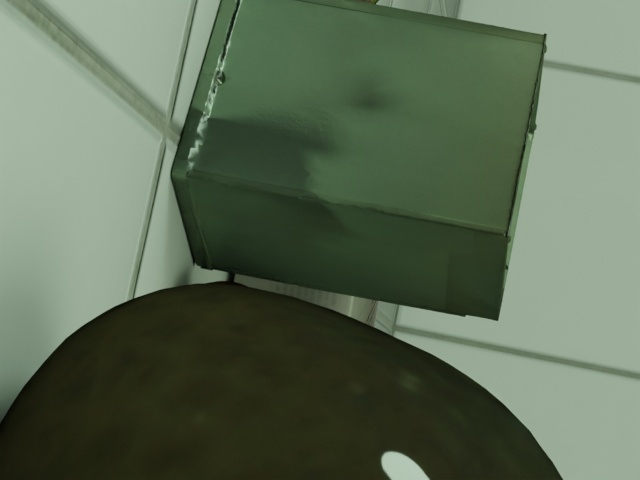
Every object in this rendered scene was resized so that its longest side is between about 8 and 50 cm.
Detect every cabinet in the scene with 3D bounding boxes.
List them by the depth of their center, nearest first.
[{"bbox_3d":[0.030,-0.054,1.123,0.150,0.206,0.145,84,18,-65],"label":"cabinet"}]

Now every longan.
[{"bbox_3d":[-0.034,0.159,0.755,0.243,0.300,0.300,49,47,-46],"label":"longan"}]

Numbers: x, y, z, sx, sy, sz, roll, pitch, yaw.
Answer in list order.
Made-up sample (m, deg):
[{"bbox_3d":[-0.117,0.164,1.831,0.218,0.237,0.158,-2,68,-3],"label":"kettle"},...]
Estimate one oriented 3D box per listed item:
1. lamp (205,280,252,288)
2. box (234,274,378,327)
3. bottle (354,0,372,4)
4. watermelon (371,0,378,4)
[{"bbox_3d":[-0.055,0.074,1.137,0.101,0.090,0.101,58,14,-23],"label":"lamp"},{"bbox_3d":[0.000,0.000,1.383,0.203,0.106,0.251,-62,160,-70],"label":"box"},{"bbox_3d":[0.007,-0.171,1.389,0.140,0.053,0.053,-63,162,-67],"label":"bottle"},{"bbox_3d":[0.025,-0.267,1.465,0.092,0.075,0.181,-26,145,-21],"label":"watermelon"}]
